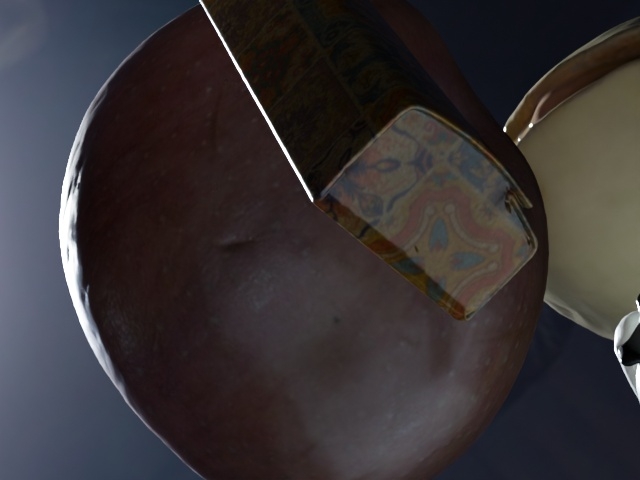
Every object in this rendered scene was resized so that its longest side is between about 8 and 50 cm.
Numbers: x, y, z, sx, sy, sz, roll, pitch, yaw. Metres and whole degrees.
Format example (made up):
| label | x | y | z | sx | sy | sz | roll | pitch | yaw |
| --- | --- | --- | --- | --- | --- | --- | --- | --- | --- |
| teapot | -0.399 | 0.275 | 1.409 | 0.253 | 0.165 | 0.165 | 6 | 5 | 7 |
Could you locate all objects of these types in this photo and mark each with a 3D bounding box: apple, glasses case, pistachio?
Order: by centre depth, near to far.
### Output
| label | x | y | z | sx | sy | sz | roll | pitch | yaw |
| --- | --- | --- | --- | --- | --- | --- | --- | --- | --- |
| glasses case | 0.010 | -0.058 | 0.642 | 0.075 | 0.218 | 0.049 | 38 | -78 | -29 |
| apple | 0.000 | 0.000 | 1.006 | 0.235 | 0.305 | 0.306 | -38 | -18 | 23 |
| pistachio | 0.347 | -0.056 | 1.380 | 0.445 | 0.281 | 0.365 | -19 | -42 | 33 |

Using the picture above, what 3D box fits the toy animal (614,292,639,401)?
| label | x | y | z | sx | sy | sz | roll | pitch | yaw |
| --- | --- | --- | --- | --- | --- | --- | --- | --- | --- |
| toy animal | 0.289 | 0.112 | 1.032 | 0.174 | 0.289 | 0.249 | -33 | 2 | -2 |
